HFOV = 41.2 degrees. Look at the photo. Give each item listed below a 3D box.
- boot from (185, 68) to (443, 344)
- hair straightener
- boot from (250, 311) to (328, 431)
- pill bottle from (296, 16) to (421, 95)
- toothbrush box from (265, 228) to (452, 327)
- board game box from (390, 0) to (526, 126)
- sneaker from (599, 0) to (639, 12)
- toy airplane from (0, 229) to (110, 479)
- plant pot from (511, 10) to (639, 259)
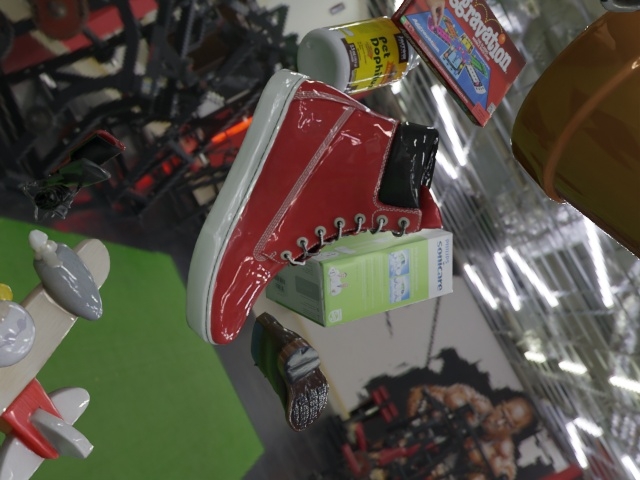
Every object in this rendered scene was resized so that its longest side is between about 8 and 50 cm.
[{"bbox_3d":[0.000,0.000,0.712,0.176,0.244,0.088,25,7,11],"label":"boot"},{"bbox_3d":[-0.323,-0.070,1.052,0.047,0.230,0.089,37,60,-33],"label":"hair straightener"},{"bbox_3d":[-0.049,0.203,1.320,0.106,0.082,0.219,44,-29,36],"label":"boot"},{"bbox_3d":[0.073,-0.311,1.433,0.117,0.215,0.117,24,-55,41],"label":"pill bottle"},{"bbox_3d":[0.067,0.045,1.537,0.206,0.283,0.122,20,-62,54],"label":"toothbrush box"},{"bbox_3d":[0.236,-0.327,1.404,0.027,0.145,0.281,25,-12,49],"label":"board game box"},{"bbox_3d":[0.239,-0.269,0.680,0.126,0.127,0.321,-3,50,-40],"label":"sneaker"},{"bbox_3d":[-0.446,0.167,1.141,0.384,0.272,0.386,4,69,-39],"label":"toy airplane"},{"bbox_3d":[0.375,-0.098,0.880,0.203,0.291,0.291,62,2,29],"label":"plant pot"}]
